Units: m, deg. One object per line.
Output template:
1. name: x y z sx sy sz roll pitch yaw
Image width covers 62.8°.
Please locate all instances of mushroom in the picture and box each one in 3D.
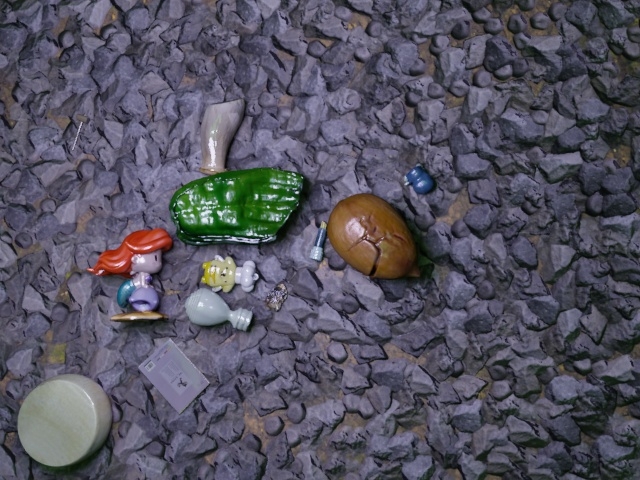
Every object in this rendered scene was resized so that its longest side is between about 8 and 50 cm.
1. mushroom: -0.294 -0.305 1.510 0.096 0.108 0.247 7 82 45

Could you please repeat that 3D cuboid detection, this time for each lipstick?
1. lipstick: 0.000 0.000 1.495 0.037 0.037 0.116 15 83 5

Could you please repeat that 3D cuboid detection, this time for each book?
1. book: -0.420 0.388 1.504 0.127 0.014 0.182 -45 84 0

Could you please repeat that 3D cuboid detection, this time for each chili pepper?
1. chili pepper: -0.225 -0.090 1.459 0.384 0.167 0.213 -10 100 -9

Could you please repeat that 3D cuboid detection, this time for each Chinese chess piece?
1. Chinese chess piece: -0.713 0.502 1.472 0.250 0.101 0.251 0 86 4

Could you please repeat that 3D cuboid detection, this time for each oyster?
1. oyster: -0.125 0.160 1.497 0.054 0.019 0.083 29 88 6

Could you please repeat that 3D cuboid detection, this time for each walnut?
1. walnut: 0.151 0.001 1.402 0.298 0.203 0.203 38 89 14

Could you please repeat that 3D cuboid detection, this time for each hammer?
1. hammer: -0.731 -0.324 1.580 0.035 0.019 0.110 19 90 5

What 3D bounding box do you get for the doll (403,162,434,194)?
1. doll: 0.278 -0.168 1.480 0.076 0.050 0.083 -40 86 5

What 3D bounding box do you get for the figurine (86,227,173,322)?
1. figurine: -0.519 0.096 1.459 0.208 0.181 0.257 -11 76 32

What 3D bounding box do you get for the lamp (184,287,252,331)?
1. lamp: -0.287 0.202 1.471 0.192 0.106 0.106 19 87 -5

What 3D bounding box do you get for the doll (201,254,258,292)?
1. doll: -0.255 0.097 1.491 0.162 0.062 0.106 4 90 3
